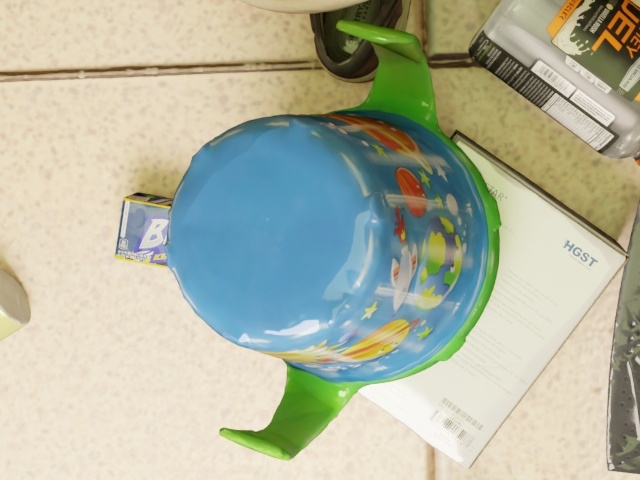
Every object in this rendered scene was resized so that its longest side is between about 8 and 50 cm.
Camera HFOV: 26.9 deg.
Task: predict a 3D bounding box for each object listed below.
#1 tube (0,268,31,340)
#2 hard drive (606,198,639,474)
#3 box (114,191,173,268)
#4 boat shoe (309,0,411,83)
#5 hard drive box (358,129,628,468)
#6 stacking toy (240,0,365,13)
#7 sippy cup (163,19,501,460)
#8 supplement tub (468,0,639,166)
[{"bbox_3d":[-0.382,0.109,1.247,0.240,0.062,0.070,-29,54,14],"label":"tube"},{"bbox_3d":[0.340,0.083,1.166,0.172,0.054,0.254,6,100,5],"label":"hard drive"},{"bbox_3d":[-0.095,0.000,1.202,0.169,0.054,0.059,10,99,5],"label":"box"},{"bbox_3d":[0.046,-0.274,1.129,0.103,0.092,0.285,12,99,4],"label":"boat shoe"},{"bbox_3d":[0.124,0.049,1.167,0.181,0.089,0.232,36,100,0],"label":"hard drive box"},{"bbox_3d":[-0.096,-0.390,0.900,0.351,0.480,0.350,-12,70,34],"label":"stacking toy"},{"bbox_3d":[0.000,0.000,1.025,0.240,0.224,0.305,-20,81,19],"label":"sippy cup"},{"bbox_3d":[0.229,-0.148,1.115,0.190,0.117,0.117,36,100,0],"label":"supplement tub"}]
